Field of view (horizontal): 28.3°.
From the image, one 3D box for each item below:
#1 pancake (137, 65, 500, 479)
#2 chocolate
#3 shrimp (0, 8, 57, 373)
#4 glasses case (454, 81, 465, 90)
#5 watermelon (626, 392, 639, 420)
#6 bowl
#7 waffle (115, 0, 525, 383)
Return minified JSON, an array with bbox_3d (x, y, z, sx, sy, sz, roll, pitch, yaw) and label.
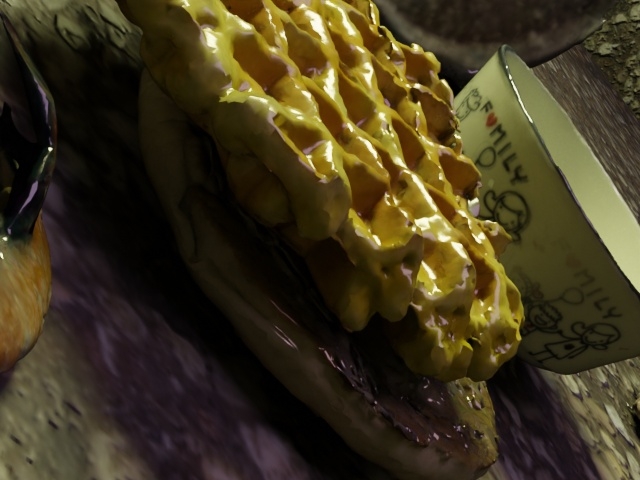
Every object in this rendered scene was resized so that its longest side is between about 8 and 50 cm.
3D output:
[{"bbox_3d":[0.001,0.000,0.644,0.282,0.049,0.282,46,19,-20],"label":"pancake"},{"bbox_3d":[0.127,-0.315,1.149,0.303,0.303,0.213,46,5,-27],"label":"chocolate"},{"bbox_3d":[-0.146,-0.060,0.390,0.219,0.046,0.152,56,19,-12],"label":"shrimp"},{"bbox_3d":[0.142,-0.258,1.376,0.125,0.076,0.328,25,36,-53],"label":"glasses case"},{"bbox_3d":[0.438,0.192,1.200,0.250,0.283,0.292,46,42,16],"label":"watermelon"},{"bbox_3d":[0.143,-0.003,0.880,0.238,0.126,0.238,47,21,-24],"label":"bowl"},{"bbox_3d":[-0.003,-0.080,0.615,0.307,0.060,0.312,50,21,-13],"label":"waffle"}]
